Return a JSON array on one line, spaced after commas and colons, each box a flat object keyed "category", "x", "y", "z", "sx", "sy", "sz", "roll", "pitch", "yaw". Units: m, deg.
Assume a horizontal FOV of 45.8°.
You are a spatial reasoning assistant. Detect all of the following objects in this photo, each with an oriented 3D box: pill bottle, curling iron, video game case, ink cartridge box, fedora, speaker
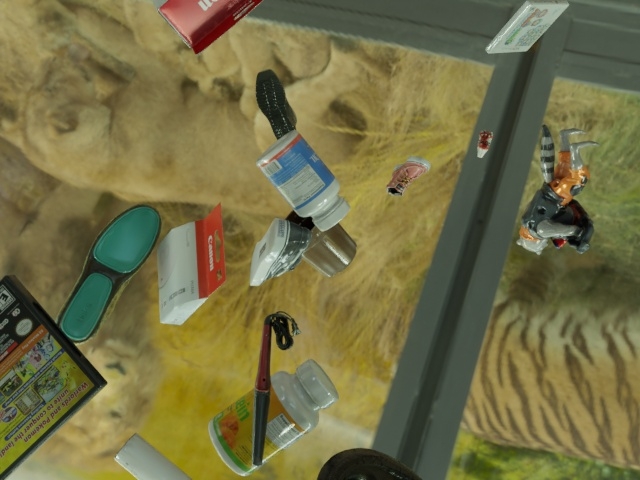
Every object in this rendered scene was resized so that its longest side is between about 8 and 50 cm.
[{"category": "pill bottle", "x": -0.034, "y": -0.132, "z": 1.734, "sx": 0.221, "sy": 0.124, "sz": 0.124, "roll": 50, "pitch": 146, "yaw": -14}, {"category": "curling iron", "x": -0.090, "y": 0.256, "z": 1.334, "sx": 0.068, "sy": 0.274, "sz": 0.035, "roll": 4, "pitch": 162, "yaw": 23}, {"category": "video game case", "x": 0.476, "y": -0.492, "z": 1.748, "sx": 0.143, "sy": 0.019, "sz": 0.157, "roll": -13, "pitch": 157, "yaw": -35}, {"category": "pill bottle", "x": -0.090, "y": 0.348, "z": 1.521, "sx": 0.136, "sy": 0.246, "sz": 0.136, "roll": 53, "pitch": -175, "yaw": -6}, {"category": "video game case", "x": -0.536, "y": 0.240, "z": 1.275, "sx": 0.248, "sy": 0.275, "sz": 0.035, "roll": 48, "pitch": -174, "yaw": 5}, {"category": "ink cartridge box", "x": -0.276, "y": 0.048, "z": 1.587, "sx": 0.066, "sy": 0.189, "sz": 0.232, "roll": 8, "pitch": 149, "yaw": -28}, {"category": "ink cartridge box", "x": -0.233, "y": -0.607, "z": 1.766, "sx": 0.130, "sy": 0.309, "sz": 0.272, "roll": 47, "pitch": -173, "yaw": -35}, {"category": "fedora", "x": 0.093, "y": 0.537, "z": 1.334, "sx": 0.334, "sy": 0.334, "sz": 0.152, "roll": 32, "pitch": 125, "yaw": -19}, {"category": "speaker", "x": -0.264, "y": 0.375, "z": 1.225, "sx": 0.136, "sy": 0.055, "sz": 0.055, "roll": 38, "pitch": 154, "yaw": 4}]

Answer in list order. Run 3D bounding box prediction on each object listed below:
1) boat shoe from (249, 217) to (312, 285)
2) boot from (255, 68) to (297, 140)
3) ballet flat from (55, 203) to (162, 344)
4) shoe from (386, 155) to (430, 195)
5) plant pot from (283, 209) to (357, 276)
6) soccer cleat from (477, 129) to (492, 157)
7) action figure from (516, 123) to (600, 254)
[{"category": "boat shoe", "x": -0.096, "y": 0.037, "z": 1.797, "sx": 0.102, "sy": 0.108, "sz": 0.301, "roll": 11, "pitch": 152, "yaw": -15}, {"category": "boot", "x": -0.112, "y": -0.361, "z": 1.969, "sx": 0.077, "sy": 0.137, "sz": 0.197, "roll": -10, "pitch": 117, "yaw": 10}, {"category": "ballet flat", "x": -0.473, "y": 0.073, "z": 1.681, "sx": 0.123, "sy": 0.348, "sz": 0.123, "roll": 25, "pitch": 163, "yaw": 8}, {"category": "shoe", "x": 0.232, "y": -0.167, "z": 2.022, "sx": 0.063, "sy": 0.081, "sz": 0.178, "roll": 28, "pitch": 167, "yaw": -13}, {"category": "plant pot", "x": 0.000, "y": 0.000, "z": 1.995, "sx": 0.167, "sy": 0.167, "sz": 0.165, "roll": -12, "pitch": 134, "yaw": 48}, {"category": "soccer cleat", "x": 0.341, "y": -0.202, "z": 1.582, "sx": 0.029, "sy": 0.083, "sz": 0.035, "roll": 19, "pitch": 127, "yaw": 5}, {"category": "action figure", "x": 0.580, "y": -0.126, "z": 1.929, "sx": 0.179, "sy": 0.330, "sz": 0.341, "roll": 12, "pitch": -161, "yaw": -9}]
